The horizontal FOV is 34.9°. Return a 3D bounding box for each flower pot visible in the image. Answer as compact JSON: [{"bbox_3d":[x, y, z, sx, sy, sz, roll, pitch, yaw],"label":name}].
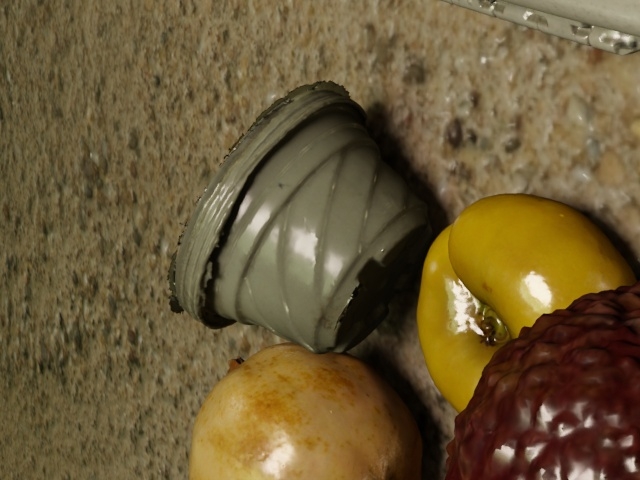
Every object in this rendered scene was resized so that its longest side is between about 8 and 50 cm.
[{"bbox_3d":[0.000,0.000,0.831,0.140,0.235,0.235,35,126,20],"label":"flower pot"}]

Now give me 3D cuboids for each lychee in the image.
[{"bbox_3d":[0.197,0.140,0.533,0.260,0.260,0.261,15,109,52],"label":"lychee"}]

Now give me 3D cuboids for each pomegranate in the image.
[{"bbox_3d":[-0.012,0.188,0.867,0.207,0.207,0.207,15,109,52],"label":"pomegranate"}]

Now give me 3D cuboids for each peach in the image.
[{"bbox_3d":[0.141,0.050,0.716,0.179,0.103,0.179,11,103,54],"label":"peach"}]

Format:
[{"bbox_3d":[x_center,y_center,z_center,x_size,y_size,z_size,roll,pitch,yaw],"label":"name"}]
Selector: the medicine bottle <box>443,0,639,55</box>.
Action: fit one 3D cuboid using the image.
[{"bbox_3d":[0.142,-0.275,0.630,0.375,0.123,0.282,33,121,47],"label":"medicine bottle"}]
